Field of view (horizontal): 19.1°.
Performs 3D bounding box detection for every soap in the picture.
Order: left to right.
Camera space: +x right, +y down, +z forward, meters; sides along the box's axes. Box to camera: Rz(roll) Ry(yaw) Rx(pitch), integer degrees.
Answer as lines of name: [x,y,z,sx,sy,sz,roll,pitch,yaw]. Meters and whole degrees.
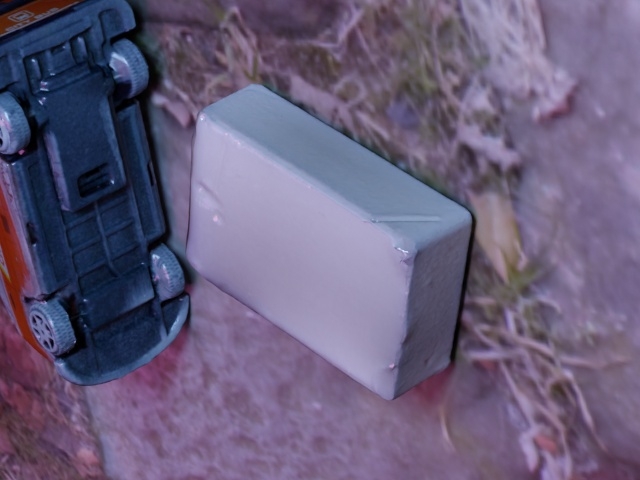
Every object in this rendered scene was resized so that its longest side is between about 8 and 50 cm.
soap: [0.000,0.000,1.143,0.183,0.064,0.121,33,134,32]

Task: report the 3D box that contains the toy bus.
toy bus: [-0.175,-0.037,1.280,0.120,0.121,0.265,25,135,45]

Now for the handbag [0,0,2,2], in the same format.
handbag: [-0.309,-0.229,1.345,0.191,0.075,0.332,4,118,54]
